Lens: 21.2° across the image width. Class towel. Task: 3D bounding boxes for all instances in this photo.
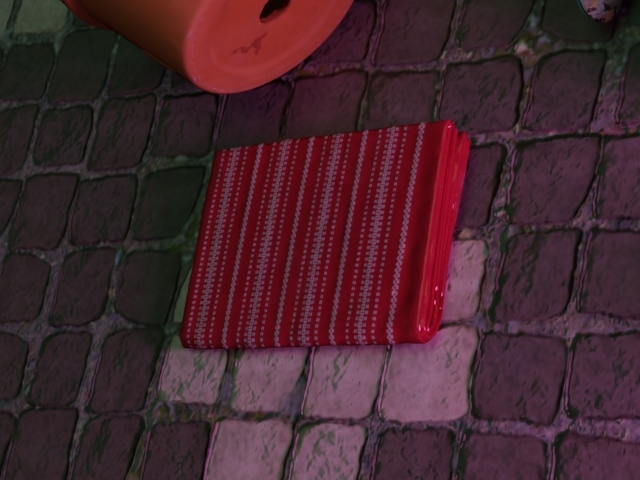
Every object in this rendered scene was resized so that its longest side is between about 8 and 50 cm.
[{"bbox_3d":[0.000,0.000,1.493,0.275,0.031,0.199,-4,67,37],"label":"towel"}]

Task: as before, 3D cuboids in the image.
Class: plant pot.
[{"bbox_3d":[-0.095,-0.273,1.557,0.291,0.291,0.203,-45,65,9],"label":"plant pot"}]

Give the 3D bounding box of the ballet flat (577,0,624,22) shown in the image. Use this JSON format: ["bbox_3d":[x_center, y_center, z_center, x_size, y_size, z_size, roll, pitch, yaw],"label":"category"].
[{"bbox_3d":[0.248,-0.271,1.414,0.070,0.070,0.188,-9,64,33],"label":"ballet flat"}]
